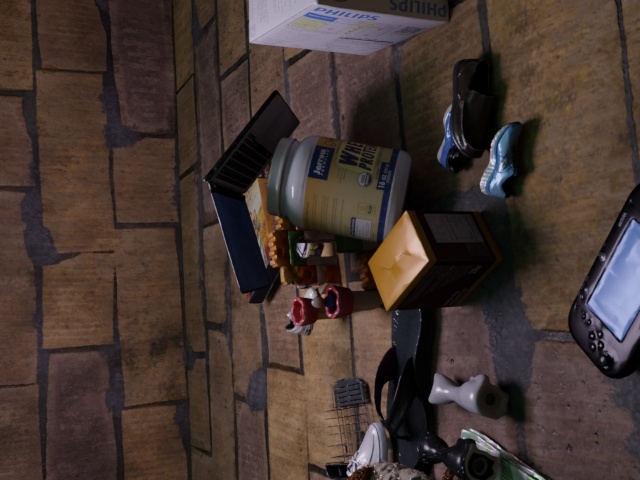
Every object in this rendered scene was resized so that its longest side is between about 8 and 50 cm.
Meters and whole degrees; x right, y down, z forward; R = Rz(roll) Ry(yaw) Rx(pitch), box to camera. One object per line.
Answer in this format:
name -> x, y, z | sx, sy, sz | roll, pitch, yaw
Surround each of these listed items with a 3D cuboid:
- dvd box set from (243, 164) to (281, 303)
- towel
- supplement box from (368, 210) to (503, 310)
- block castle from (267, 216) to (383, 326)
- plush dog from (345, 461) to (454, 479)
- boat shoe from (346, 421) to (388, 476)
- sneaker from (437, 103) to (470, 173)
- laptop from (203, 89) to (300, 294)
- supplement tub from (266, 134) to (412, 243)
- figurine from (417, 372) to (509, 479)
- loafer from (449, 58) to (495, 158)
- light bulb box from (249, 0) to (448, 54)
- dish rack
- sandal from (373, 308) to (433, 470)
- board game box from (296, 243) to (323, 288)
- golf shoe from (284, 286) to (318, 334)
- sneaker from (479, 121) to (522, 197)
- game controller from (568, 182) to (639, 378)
dvd box set -> -0.221, -0.030, 2.495 | 0.307, 0.062, 0.420 | 121, 144, -48
towel -> 0.381, 0.551, 1.413 | 0.325, 0.038, 0.247 | 22, 110, 61
supplement box -> 0.242, 0.044, 1.502 | 0.191, 0.194, 0.129 | -58, 41, 46
block castle -> 0.000, 0.000, 1.952 | 0.303, 0.213, 0.452 | -25, 68, 61
plush dog -> 0.187, 0.579, 1.610 | 0.210, 0.262, 0.225 | -61, 28, -9
boat shoe -> 0.109, 0.585, 1.779 | 0.095, 0.084, 0.257 | -153, 69, -70
sneaker -> 0.300, -0.219, 1.530 | 0.084, 0.058, 0.152 | -120, 35, -53
laptop -> -0.121, -0.107, 1.752 | 0.407, 0.236, 0.382 | -51, -4, 3
supplement tub -> 0.047, -0.126, 1.686 | 0.228, 0.317, 0.228 | 11, -90, -83
figurine -> 0.286, 0.387, 1.494 | 0.209, 0.092, 0.214 | -11, 63, 63
loafer -> 0.320, -0.282, 1.470 | 0.078, 0.080, 0.219 | -16, 76, 62
light bulb box -> 0.057, -0.600, 1.676 | 0.361, 0.358, 0.225 | 1, 93, 62
dish rack -> 0.075, 0.522, 1.966 | 0.208, 0.074, 0.271 | -33, 62, 58
sandal -> 0.187, 0.336, 1.705 | 0.168, 0.107, 0.445 | -173, 82, -64
board game box -> -0.056, 0.046, 2.241 | 0.141, 0.048, 0.170 | -122, 40, -48
golf shoe -> -0.059, 0.225, 2.209 | 0.069, 0.086, 0.176 | 53, 134, 52
sneaker -> 0.378, -0.158, 1.403 | 0.073, 0.063, 0.162 | 33, 125, 38
game controller -> 0.504, 0.065, 1.135 | 0.166, 0.067, 0.319 | 54, 136, 48
